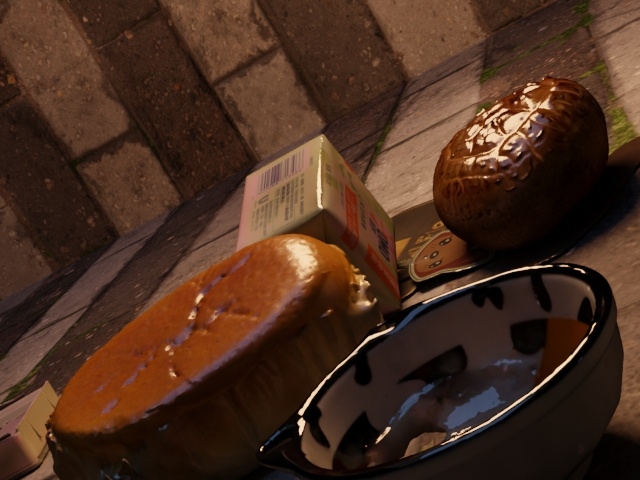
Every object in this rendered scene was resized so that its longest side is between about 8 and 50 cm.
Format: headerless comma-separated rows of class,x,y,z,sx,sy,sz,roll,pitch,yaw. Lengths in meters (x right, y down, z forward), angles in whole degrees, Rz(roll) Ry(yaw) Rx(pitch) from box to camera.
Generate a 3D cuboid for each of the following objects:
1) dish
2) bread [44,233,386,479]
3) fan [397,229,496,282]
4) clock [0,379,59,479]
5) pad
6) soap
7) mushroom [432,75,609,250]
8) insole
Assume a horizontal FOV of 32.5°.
dish,0.115,0.139,0.844,0.303,0.120,0.303,-29,13,7
bread,-0.117,0.148,1.204,0.388,0.183,0.236,-34,16,-11
fan,0.140,0.022,1.419,0.220,0.009,0.132,-18,22,27
clock,-0.476,0.304,1.671,0.147,0.071,0.192,-30,13,7
pad,0.121,-0.015,1.545,0.315,0.063,0.375,-20,18,40
soap,0.000,0.000,1.394,0.138,0.182,0.199,-29,29,19
mushroom,0.246,-0.095,1.347,0.253,0.153,0.253,-36,13,10
insole,0.329,-0.053,1.344,0.111,0.007,0.328,-14,21,50
